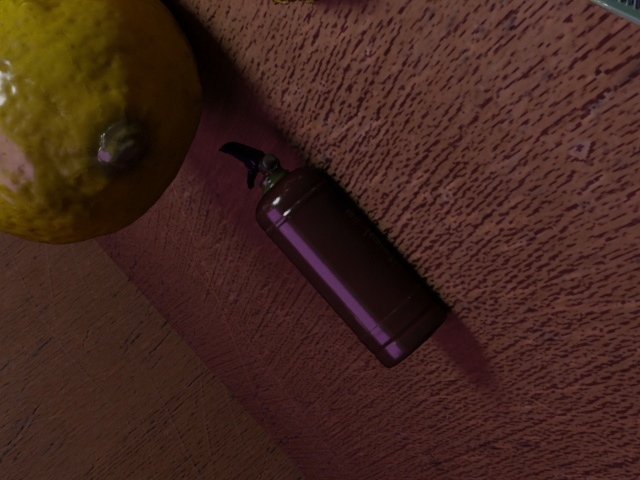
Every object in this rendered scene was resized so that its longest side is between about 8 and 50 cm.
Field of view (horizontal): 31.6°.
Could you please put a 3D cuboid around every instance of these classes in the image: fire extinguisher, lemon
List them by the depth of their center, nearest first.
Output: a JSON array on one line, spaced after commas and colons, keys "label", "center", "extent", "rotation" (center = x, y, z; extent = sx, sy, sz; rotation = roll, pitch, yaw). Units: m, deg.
[{"label": "lemon", "center": [-0.313, -0.164, 1.368], "extent": [0.387, 0.349, 0.350], "rotation": [42, 163, 48]}, {"label": "fire extinguisher", "center": [0.000, 0.000, 1.389], "extent": [0.344, 0.102, 0.138], "rotation": [48, 162, 0]}]

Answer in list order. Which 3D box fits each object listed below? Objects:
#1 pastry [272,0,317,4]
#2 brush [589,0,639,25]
[{"label": "pastry", "center": [-0.030, -0.255, 1.039], "extent": [0.080, 0.056, 0.140], "rotation": [43, 161, -22]}, {"label": "brush", "center": [0.189, -0.175, 0.761], "extent": [0.178, 0.033, 0.030], "rotation": [35, 151, 33]}]
